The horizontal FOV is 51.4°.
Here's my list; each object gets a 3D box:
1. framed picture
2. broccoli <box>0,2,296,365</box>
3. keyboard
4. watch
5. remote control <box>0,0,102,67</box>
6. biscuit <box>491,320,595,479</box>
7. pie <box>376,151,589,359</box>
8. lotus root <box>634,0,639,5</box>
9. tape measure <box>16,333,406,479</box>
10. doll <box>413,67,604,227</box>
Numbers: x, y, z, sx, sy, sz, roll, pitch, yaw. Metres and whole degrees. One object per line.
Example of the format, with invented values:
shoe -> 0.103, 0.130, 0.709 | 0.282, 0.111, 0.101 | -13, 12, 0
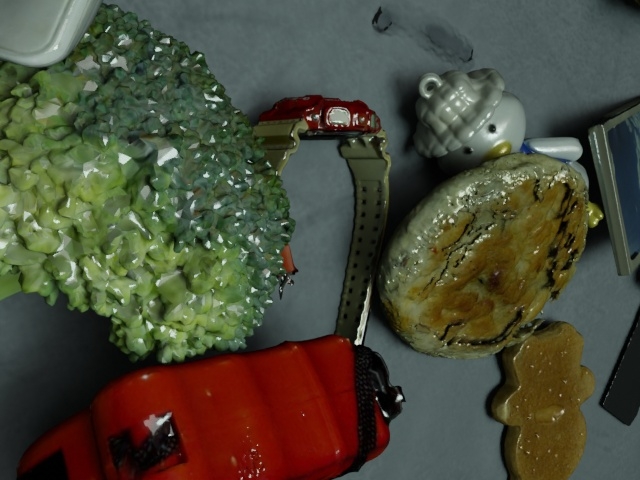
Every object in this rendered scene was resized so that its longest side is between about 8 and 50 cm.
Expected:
framed picture -> 0.416, -0.085, 0.872 | 0.260, 0.023, 0.189 | -26, 105, -46
broccoli -> -0.158, -0.048, 0.494 | 0.259, 0.235, 0.288 | -15, 58, -22
keyboard -> 0.460, 0.164, 0.955 | 0.074, 0.015, 0.197 | 33, 77, -22
watch -> -0.003, -0.007, 0.653 | 0.164, 0.102, 0.269 | 8, 90, -44
remote control -> -0.244, -0.167, 0.421 | 0.055, 0.313, 0.109 | 33, 75, -58
biscuit -> 0.286, 0.219, 0.852 | 0.165, 0.036, 0.226 | -13, 101, -27
pie -> 0.180, 0.028, 0.714 | 0.274, 0.055, 0.274 | -14, 128, -19
lotus root -> 0.486, -0.393, 0.871 | 0.160, 0.146, 0.284 | 44, 63, -6
tape measure -> -0.097, 0.177, 0.524 | 0.253, 0.260, 0.114 | 1, 57, -49
doll -> 0.212, -0.092, 0.752 | 0.293, 0.138, 0.119 | 36, 31, -27
